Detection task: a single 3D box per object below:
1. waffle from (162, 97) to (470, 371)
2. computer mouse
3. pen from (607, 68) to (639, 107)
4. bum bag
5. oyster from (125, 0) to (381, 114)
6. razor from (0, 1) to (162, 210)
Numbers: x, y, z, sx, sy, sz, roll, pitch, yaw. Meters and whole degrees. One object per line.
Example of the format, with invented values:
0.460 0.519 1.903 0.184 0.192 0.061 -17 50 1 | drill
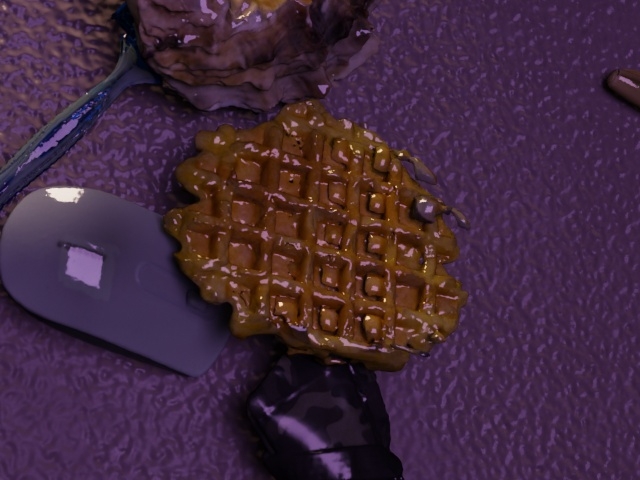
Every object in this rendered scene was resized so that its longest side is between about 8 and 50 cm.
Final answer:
-0.001 0.001 1.270 0.262 0.060 0.280 -33 85 -29 | waffle
-0.168 0.034 1.224 0.231 0.079 0.128 19 74 -24 | computer mouse
0.409 -0.133 1.549 0.233 0.032 0.040 24 47 -21 | pen
0.032 0.240 1.264 0.144 0.095 0.340 -19 89 -43 | bum bag
-0.060 -0.241 1.297 0.351 0.115 0.238 -8 82 -44 | oyster
-0.236 -0.084 1.225 0.093 0.056 0.324 48 65 -11 | razor
